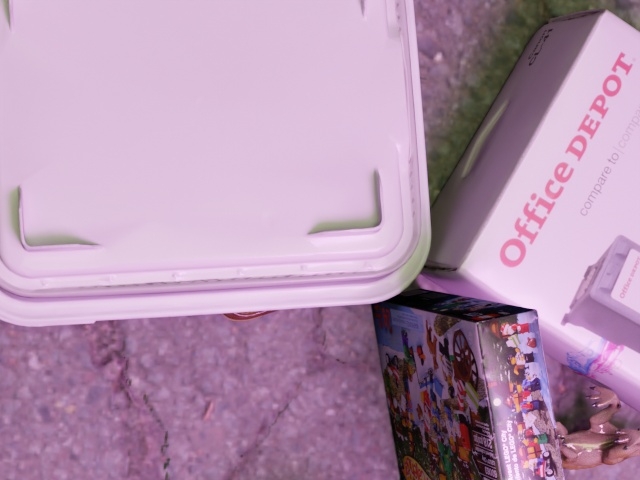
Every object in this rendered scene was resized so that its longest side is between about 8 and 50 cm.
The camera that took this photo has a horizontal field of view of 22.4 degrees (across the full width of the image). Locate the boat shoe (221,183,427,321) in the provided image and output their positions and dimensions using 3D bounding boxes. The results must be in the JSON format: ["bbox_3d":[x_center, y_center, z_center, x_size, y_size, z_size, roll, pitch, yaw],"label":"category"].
[{"bbox_3d":[0.000,0.000,1.173,0.178,0.060,0.064,-31,99,-11],"label":"boat shoe"}]

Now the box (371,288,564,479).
[{"bbox_3d":[0.099,0.120,1.112,0.044,0.233,0.159,-10,94,-14],"label":"box"}]

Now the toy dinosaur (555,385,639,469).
[{"bbox_3d":[0.216,0.153,1.219,0.183,0.092,0.053,-5,58,0],"label":"toy dinosaur"}]

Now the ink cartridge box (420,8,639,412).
[{"bbox_3d":[0.256,0.004,1.200,0.306,0.131,0.226,31,85,-14],"label":"ink cartridge box"}]

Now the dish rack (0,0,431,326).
[{"bbox_3d":[-0.087,-0.093,1.110,0.333,0.072,0.285,-3,82,-8],"label":"dish rack"}]
